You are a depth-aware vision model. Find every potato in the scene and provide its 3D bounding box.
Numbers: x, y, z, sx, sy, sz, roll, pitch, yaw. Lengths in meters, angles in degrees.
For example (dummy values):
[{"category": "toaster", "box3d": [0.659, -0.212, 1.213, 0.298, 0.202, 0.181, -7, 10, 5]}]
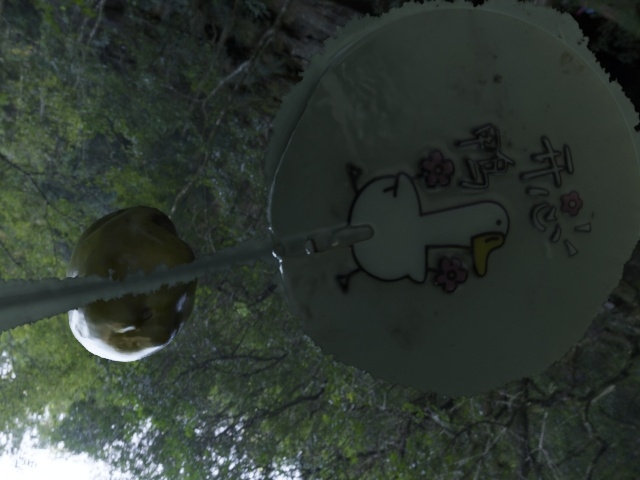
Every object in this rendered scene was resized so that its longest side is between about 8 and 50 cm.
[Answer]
[{"category": "potato", "box3d": [-0.214, 0.048, 0.623, 0.136, 0.155, 0.200, -13, -153, -24]}]

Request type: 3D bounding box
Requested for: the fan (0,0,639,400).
[{"category": "fan", "box3d": [0.000, 0.000, 0.309, 0.414, 0.012, 0.233, -15, -85, -6]}]
